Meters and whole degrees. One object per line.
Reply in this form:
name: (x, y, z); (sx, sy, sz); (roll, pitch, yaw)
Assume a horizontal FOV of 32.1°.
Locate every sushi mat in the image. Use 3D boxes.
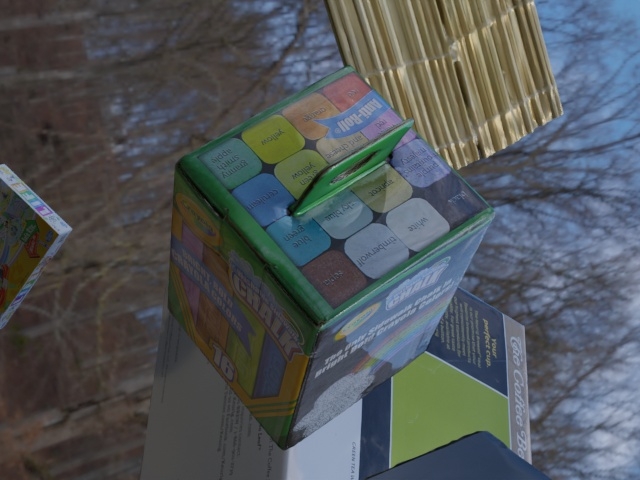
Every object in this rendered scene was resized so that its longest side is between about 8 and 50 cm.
sushi mat: (0.066, -0.201, 0.768); (0.019, 0.151, 0.317); (35, -33, 66)

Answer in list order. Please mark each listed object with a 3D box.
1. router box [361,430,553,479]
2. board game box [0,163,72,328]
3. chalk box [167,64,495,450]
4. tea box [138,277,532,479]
router box: (0.101, 0.228, 0.259); (0.309, 0.081, 0.243); (32, -52, 48)
board game box: (-0.344, 0.010, 1.182); (0.103, 0.026, 0.154); (42, -66, 7)
chalk box: (0.000, 0.000, 0.649); (0.132, 0.132, 0.213); (48, -29, 21)
tea box: (0.022, 0.195, 1.045); (0.220, 0.323, 0.329); (-30, -137, 39)
